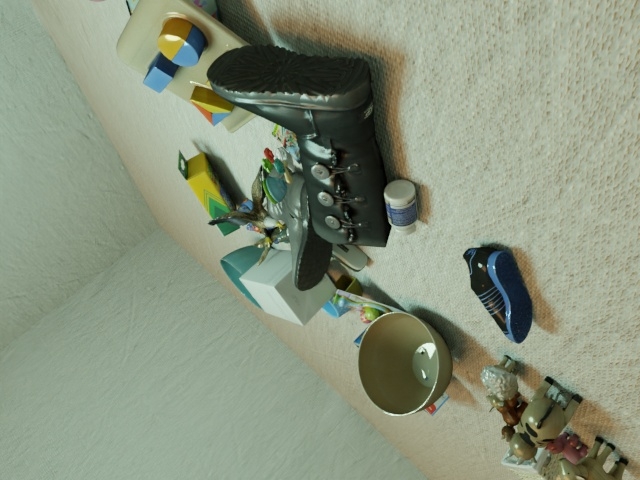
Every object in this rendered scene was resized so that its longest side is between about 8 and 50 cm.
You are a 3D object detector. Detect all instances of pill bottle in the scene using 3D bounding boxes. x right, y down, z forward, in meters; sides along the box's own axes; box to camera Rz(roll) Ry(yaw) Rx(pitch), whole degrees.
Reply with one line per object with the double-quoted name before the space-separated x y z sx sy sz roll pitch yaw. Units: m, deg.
"pill bottle" 0.178 -0.068 1.004 0.067 0.067 0.120 30 152 37

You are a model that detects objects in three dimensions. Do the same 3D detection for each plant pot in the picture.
"plant pot" 0.275 0.363 1.356 0.190 0.285 0.284 17 -178 -42
"plant pot" -0.264 0.129 1.985 0.290 0.195 0.290 39 158 20
"plant pot" 0.095 0.178 1.568 0.081 0.081 0.083 12 146 55

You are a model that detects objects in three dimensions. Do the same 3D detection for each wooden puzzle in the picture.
"wooden puzzle" -0.289 -0.392 1.073 0.347 0.081 0.322 33 154 -29

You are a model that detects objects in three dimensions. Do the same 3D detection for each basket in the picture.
"basket" 0.626 0.639 1.326 0.103 0.113 0.167 42 158 8

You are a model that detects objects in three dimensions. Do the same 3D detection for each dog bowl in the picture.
"dog bowl" -0.002 0.173 1.743 0.297 0.074 0.166 49 158 -3

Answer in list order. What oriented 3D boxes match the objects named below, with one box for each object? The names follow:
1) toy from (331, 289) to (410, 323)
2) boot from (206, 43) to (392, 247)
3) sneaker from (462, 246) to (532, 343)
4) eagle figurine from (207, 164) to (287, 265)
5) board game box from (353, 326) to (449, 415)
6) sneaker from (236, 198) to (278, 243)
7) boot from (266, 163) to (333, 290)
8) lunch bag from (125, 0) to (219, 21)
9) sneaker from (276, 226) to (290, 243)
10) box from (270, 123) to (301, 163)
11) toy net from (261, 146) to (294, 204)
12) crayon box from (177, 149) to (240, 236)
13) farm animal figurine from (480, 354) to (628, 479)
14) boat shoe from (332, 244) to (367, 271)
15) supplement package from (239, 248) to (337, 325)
"toy" 0.150 0.232 1.473 0.237 0.056 0.137 22 156 2
"boot" -0.026 -0.184 1.019 0.366 0.146 0.445 21 153 28
"sneaker" 0.367 0.109 0.954 0.090 0.081 0.233 16 136 57
"eagle figurine" -0.213 -0.090 1.511 0.225 0.227 0.298 -14 144 25
"board game box" 0.268 0.443 1.609 0.302 0.086 0.308 46 170 3
"sneaker" -0.240 -0.058 1.768 0.221 0.087 0.083 41 158 14
"boot" -0.072 -0.043 1.336 0.222 0.118 0.339 23 111 46
"lunch bag" -0.365 -0.563 1.105 0.279 0.108 0.224 42 159 10
"sneaker" -0.095 -0.022 1.505 0.065 0.076 0.166 69 -165 7
"box" -0.054 -0.277 1.119 0.114 0.036 0.207 47 158 1
"toy net" -0.116 -0.191 1.175 0.122 0.045 0.232 57 -162 -26
"crayon box" -0.425 -0.199 1.770 0.323 0.083 0.203 62 -178 -34
"farm animal figurine" 0.546 0.479 1.116 0.330 0.172 0.327 23 148 45
"boat shoe" 0.042 0.017 1.388 0.219 0.078 0.070 43 157 7
"supplement package" -0.118 0.151 1.587 0.178 0.175 0.292 55 155 -21
